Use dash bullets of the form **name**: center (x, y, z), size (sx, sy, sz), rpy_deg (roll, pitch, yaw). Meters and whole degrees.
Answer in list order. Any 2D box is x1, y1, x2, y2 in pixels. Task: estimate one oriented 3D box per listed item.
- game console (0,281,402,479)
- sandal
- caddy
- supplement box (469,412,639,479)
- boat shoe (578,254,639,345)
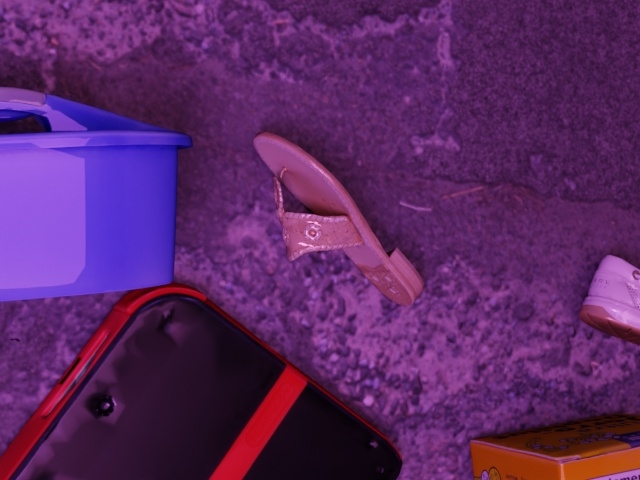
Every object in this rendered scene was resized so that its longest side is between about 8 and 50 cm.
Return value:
- **game console**: center (-0.142, 0.271, 1.113), size (0.342, 0.060, 0.386), rpy_deg (40, 74, -18)
- **sandal**: center (0.003, -0.001, 1.163), size (0.240, 0.088, 0.079), rpy_deg (45, 67, -16)
- **caddy**: center (-0.278, -0.043, 0.988), size (0.341, 0.241, 0.179), rpy_deg (-4, 93, -20)
- **supplement box**: center (0.299, 0.373, 1.180), size (0.194, 0.195, 0.356), rpy_deg (-6, 88, -20)
- **boat shoe**: center (0.431, 0.090, 1.302), size (0.277, 0.098, 0.096), rpy_deg (22, 79, -16)
